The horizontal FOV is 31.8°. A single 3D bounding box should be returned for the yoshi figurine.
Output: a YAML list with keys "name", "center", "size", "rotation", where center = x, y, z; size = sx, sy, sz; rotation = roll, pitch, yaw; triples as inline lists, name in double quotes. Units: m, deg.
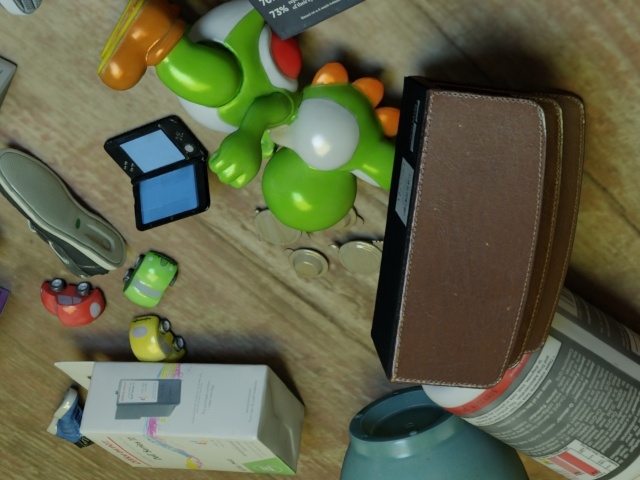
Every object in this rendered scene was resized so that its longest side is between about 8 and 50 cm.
- name: "yoshi figurine"
  center: [-0.078, -0.122, 1.248]
  size: [0.362, 0.203, 0.203]
  rotation: [27, 153, -17]

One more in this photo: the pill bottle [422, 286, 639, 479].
- name: "pill bottle"
  center: [0.325, 0.192, 1.444]
  size: [0.363, 0.210, 0.210]
  rotation: [32, 136, -18]

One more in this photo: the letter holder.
- name: "letter holder"
  center: [0.184, -0.007, 1.188]
  size: [0.214, 0.152, 0.301]
  rotation: [6, 103, -6]

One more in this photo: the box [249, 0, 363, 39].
- name: "box"
  center: [-0.028, -0.318, 1.062]
  size: [0.153, 0.108, 0.207]
  rotation: [-19, 128, 32]

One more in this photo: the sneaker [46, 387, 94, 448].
- name: "sneaker"
  center: [-0.405, 0.302, 1.890]
  size: [0.085, 0.058, 0.152]
  rotation: [28, 142, -6]

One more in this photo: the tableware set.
- name: "tableware set"
  center: [0.000, 0.000, 1.472]
  size: [0.169, 0.020, 0.141]
  rotation: [-8, 132, 26]

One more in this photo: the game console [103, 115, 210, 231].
- name: "game console"
  center: [-0.205, -0.082, 1.401]
  size: [0.122, 0.071, 0.107]
  rotation: [-16, 131, 29]

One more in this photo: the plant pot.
- name: "plant pot"
  center: [0.150, 0.332, 1.628]
  size: [0.293, 0.293, 0.196]
  rotation: [-11, 106, 26]

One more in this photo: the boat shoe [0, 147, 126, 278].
- name: "boat shoe"
  center: [-0.363, -0.029, 1.497]
  size: [0.079, 0.084, 0.233]
  rotation: [-18, 132, 31]

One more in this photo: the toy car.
- name: "toy car"
  center: [-0.277, 0.094, 1.629]
  size: [0.239, 0.053, 0.225]
  rotation: [28, 137, -15]

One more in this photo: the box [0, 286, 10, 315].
- name: "box"
  center: [-0.626, 0.130, 1.669]
  size: [0.243, 0.117, 0.213]
  rotation: [28, 114, -15]

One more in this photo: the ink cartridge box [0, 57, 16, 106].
- name: "ink cartridge box"
  center: [-0.499, -0.187, 1.356]
  size: [0.212, 0.093, 0.154]
  rotation: [28, 138, -12]

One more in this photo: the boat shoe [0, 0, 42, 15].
- name: "boat shoe"
  center: [-0.358, -0.342, 1.167]
  size: [0.076, 0.083, 0.226]
  rotation: [6, 128, 27]

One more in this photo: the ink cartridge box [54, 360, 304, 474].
- name: "ink cartridge box"
  center: [-0.224, 0.273, 1.725]
  size: [0.354, 0.119, 0.207]
  rotation: [-1, 154, 17]
